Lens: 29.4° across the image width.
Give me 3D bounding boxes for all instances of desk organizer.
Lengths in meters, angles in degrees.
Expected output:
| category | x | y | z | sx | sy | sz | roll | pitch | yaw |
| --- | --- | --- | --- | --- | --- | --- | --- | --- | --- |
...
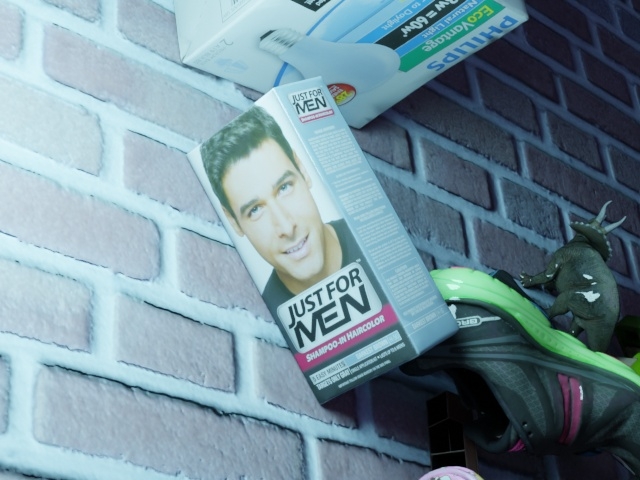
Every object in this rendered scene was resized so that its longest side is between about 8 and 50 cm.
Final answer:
| category | x | y | z | sx | sy | sz | roll | pitch | yaw |
| --- | --- | --- | --- | --- | --- | --- | --- | --- | --- |
| desk organizer | 0.183 | 0.279 | 1.699 | 0.050 | 0.047 | 0.130 | 25 | 48 | -33 |

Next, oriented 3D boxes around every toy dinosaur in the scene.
| category | x | y | z | sx | sy | sz | roll | pitch | yaw |
| --- | --- | --- | --- | --- | --- | --- | --- | --- | --- |
| toy dinosaur | 0.435 | 0.085 | 2.029 | 0.121 | 0.160 | 0.314 | 25 | 47 | -36 |

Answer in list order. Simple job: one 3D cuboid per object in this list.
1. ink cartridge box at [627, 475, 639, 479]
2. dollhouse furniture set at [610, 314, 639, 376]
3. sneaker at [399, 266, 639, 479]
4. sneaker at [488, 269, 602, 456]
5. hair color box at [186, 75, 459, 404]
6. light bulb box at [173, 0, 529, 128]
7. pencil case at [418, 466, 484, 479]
| category | x | y | z | sx | sy | sz | roll | pitch | yaw |
| --- | --- | --- | --- | --- | --- | --- | --- | --- | --- |
| ink cartridge box | 0.515 | 0.457 | 1.918 | 0.208 | 0.087 | 0.153 | -11 | 74 | -52 |
| dollhouse furniture set | 0.580 | 0.312 | 2.108 | 0.197 | 0.151 | 0.302 | -37 | 112 | -29 |
| sneaker | 0.304 | 0.224 | 1.699 | 0.482 | 0.185 | 0.202 | 32 | 77 | -13 |
| sneaker | 0.359 | 0.188 | 1.902 | 0.341 | 0.125 | 0.140 | 52 | 27 | -14 |
| hair color box | 0.000 | 0.000 | 1.570 | 0.113 | 0.185 | 0.375 | -22 | 82 | -51 |
| light bulb box | 0.036 | -0.371 | 1.732 | 0.361 | 0.358 | 0.225 | 15 | 56 | -41 |
| pencil case | 0.281 | 0.409 | 1.611 | 0.386 | 0.160 | 0.167 | 24 | 25 | -39 |
